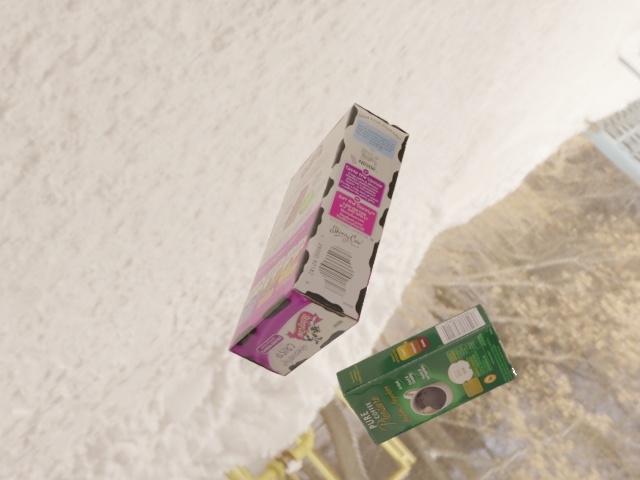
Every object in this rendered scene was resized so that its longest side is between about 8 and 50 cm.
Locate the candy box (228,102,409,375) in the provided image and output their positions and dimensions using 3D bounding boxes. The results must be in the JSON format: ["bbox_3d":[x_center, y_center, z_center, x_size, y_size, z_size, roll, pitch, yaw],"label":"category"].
[{"bbox_3d":[0.000,0.000,0.823,0.159,0.071,0.233,-44,-157,52],"label":"candy box"}]

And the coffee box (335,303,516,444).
[{"bbox_3d":[0.121,0.154,0.940,0.184,0.040,0.113,-28,131,5],"label":"coffee box"}]
